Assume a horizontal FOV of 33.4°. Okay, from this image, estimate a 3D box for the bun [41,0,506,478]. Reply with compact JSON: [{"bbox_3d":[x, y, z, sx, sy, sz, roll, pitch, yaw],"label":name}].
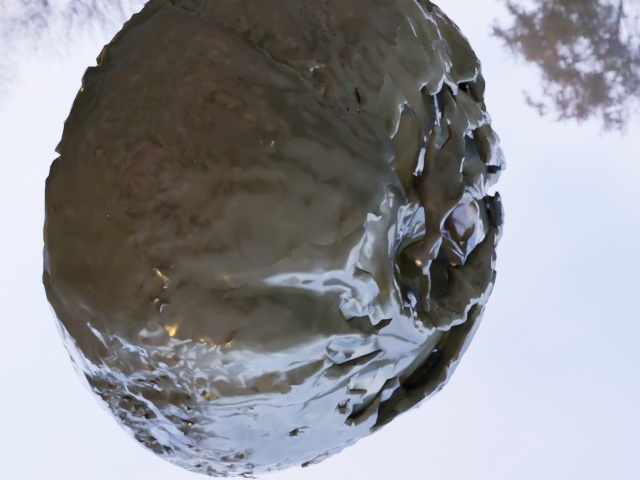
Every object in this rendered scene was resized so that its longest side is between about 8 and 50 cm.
[{"bbox_3d":[0.000,0.000,0.504,0.152,0.259,0.259,17,-122,27],"label":"bun"}]
